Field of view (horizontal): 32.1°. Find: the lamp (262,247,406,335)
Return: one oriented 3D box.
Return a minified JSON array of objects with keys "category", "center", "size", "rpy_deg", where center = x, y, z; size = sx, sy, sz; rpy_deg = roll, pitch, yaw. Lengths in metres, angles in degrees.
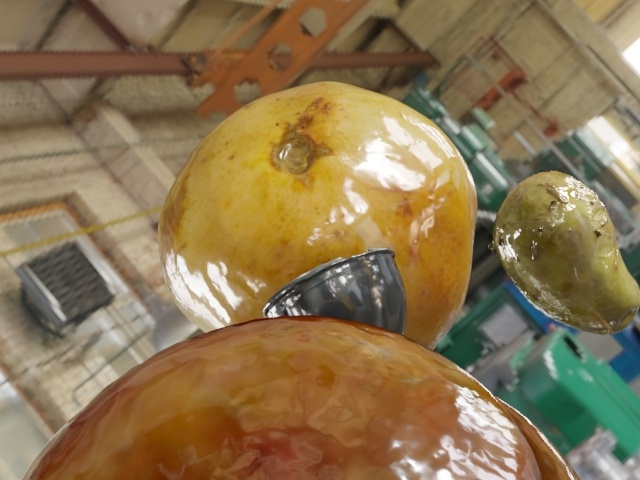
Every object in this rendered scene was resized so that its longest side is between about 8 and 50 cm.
[{"category":"lamp","center":[0.048,0.141,1.072],"size":[0.172,0.227,0.147],"rpy_deg":[-13,-21,-35]}]

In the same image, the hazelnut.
[{"category":"hazelnut","center":[-0.026,0.267,0.666],"size":[0.429,0.402,0.402],"rpy_deg":[-43,-7,-12]}]

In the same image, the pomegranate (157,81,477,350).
[{"category":"pomegranate","center":[0.000,0.000,1.442],"size":[0.417,0.416,0.416],"rpy_deg":[-40,-7,-6]}]

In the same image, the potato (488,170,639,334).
[{"category":"potato","center":[0.172,0.015,0.784],"size":[0.070,0.138,0.091],"rpy_deg":[-46,29,-26]}]
